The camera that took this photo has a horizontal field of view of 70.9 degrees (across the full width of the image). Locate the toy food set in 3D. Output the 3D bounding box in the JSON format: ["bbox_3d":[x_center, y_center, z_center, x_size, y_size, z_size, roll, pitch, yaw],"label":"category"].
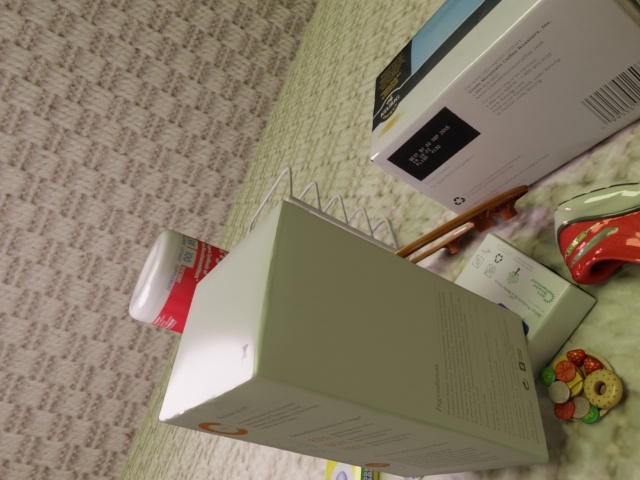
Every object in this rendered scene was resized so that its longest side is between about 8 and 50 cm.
[{"bbox_3d":[0.293,0.165,0.510,0.083,0.020,0.083,-54,27,24],"label":"toy food set"}]

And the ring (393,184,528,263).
[{"bbox_3d":[0.149,0.025,0.653,0.336,0.336,0.032,-40,76,44],"label":"ring"}]

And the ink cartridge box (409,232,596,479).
[{"bbox_3d":[0.207,0.166,0.632,0.333,0.065,0.165,-58,26,13],"label":"ink cartridge box"}]

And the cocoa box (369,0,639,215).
[{"bbox_3d":[0.269,-0.240,0.669,0.347,0.231,0.228,-40,32,43],"label":"cocoa box"}]

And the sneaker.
[{"bbox_3d":[0.377,-0.013,0.445,0.279,0.107,0.119,-28,62,58],"label":"sneaker"}]

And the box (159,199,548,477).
[{"bbox_3d":[0.040,0.139,0.500,0.215,0.345,0.168,-37,37,44],"label":"box"}]

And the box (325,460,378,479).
[{"bbox_3d":[0.052,0.401,0.759,0.105,0.043,0.179,-35,37,48],"label":"box"}]

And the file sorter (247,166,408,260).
[{"bbox_3d":[0.000,0.000,0.948,0.193,0.277,0.173,-52,26,27],"label":"file sorter"}]

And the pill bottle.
[{"bbox_3d":[-0.246,0.147,1.150,0.229,0.407,0.229,-45,32,39],"label":"pill bottle"}]
